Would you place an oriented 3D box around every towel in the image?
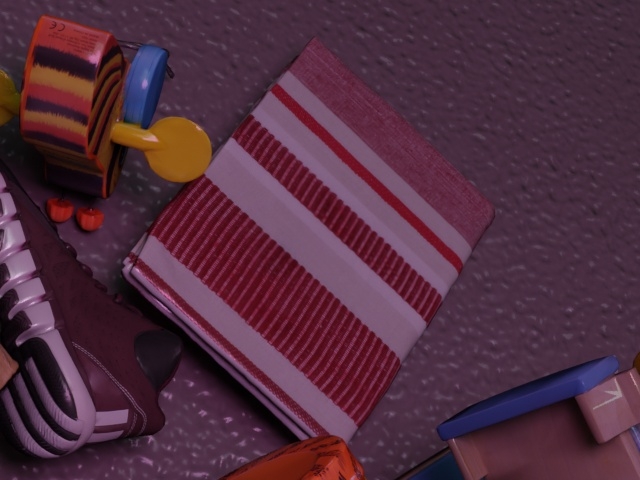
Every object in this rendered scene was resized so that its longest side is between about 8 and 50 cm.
[{"bbox_3d":[0.000,0.000,1.354,0.237,0.037,0.329,43,49,-7],"label":"towel"}]

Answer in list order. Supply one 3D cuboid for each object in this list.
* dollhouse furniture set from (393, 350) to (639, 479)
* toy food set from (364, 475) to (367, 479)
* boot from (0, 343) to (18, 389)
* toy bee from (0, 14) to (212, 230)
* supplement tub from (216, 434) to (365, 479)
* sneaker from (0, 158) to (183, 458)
[{"bbox_3d":[0.212,0.227,1.172,0.198,0.303,0.286,-24,86,-45],"label":"dollhouse furniture set"},{"bbox_3d":[0.003,0.261,1.222,0.128,0.071,0.218,6,62,-22],"label":"toy food set"},{"bbox_3d":[-0.379,0.037,1.131,0.269,0.236,0.089,54,37,-18],"label":"boot"},{"bbox_3d":[-0.173,-0.084,1.264,0.195,0.298,0.162,17,95,23],"label":"toy bee"},{"bbox_3d":[0.023,0.315,1.067,0.207,0.207,0.338,-33,98,-34],"label":"supplement tub"},{"bbox_3d":[-0.202,0.047,1.245,0.162,0.106,0.281,7,48,-48],"label":"sneaker"}]
